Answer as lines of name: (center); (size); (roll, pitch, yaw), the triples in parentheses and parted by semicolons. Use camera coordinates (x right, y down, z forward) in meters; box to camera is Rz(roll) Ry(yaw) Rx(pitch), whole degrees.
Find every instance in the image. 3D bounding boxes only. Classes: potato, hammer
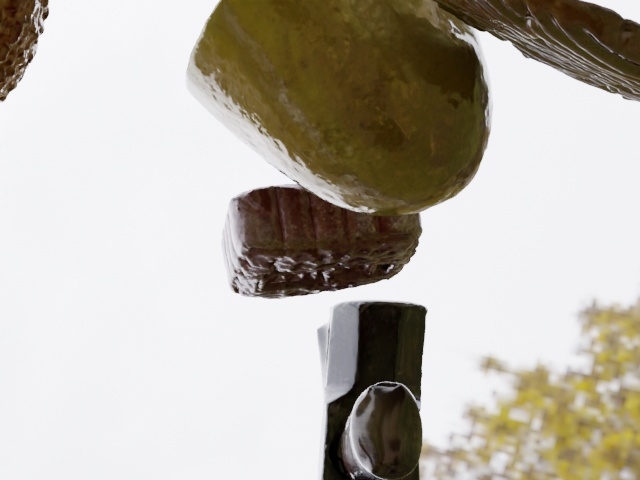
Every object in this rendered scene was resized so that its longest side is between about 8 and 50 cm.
potato: (0.033, -0.090, 1.162); (0.178, 0.203, 0.158); (-38, -100, -7)
hammer: (0.038, 0.149, 1.481); (0.409, 0.095, 0.242); (82, -171, -81)

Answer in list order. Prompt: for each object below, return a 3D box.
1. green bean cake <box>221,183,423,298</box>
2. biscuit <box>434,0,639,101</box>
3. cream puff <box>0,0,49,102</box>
green bean cake: (0.000, 0.000, 1.386); (0.135, 0.136, 0.056); (-8, -105, -8)
biscuit: (0.129, -0.116, 1.084); (0.228, 0.176, 0.031); (20, -88, -17)
cream puff: (-0.308, -0.220, 1.361); (0.228, 0.350, 0.350); (-31, -63, -33)
